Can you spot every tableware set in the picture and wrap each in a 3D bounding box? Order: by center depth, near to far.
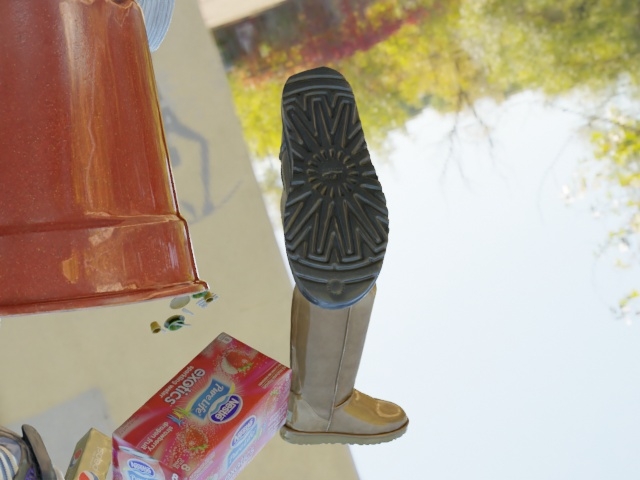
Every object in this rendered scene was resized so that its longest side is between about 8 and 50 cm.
[{"bbox_3d":[-0.287,0.150,2.242,0.154,0.024,0.104,-33,150,8],"label":"tableware set"}]

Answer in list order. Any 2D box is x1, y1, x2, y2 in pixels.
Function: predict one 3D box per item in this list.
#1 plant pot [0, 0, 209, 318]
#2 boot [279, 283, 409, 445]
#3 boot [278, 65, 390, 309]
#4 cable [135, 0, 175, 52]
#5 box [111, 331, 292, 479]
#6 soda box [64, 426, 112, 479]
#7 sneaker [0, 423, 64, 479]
[{"bbox_3d":[-0.246,-0.074,0.956,0.273,0.265,0.272,-5,-179,0],"label":"plant pot"},{"bbox_3d":[0.055,0.186,1.678,0.236,0.269,0.089,-1,-161,-28],"label":"boot"},{"bbox_3d":[0.000,-0.002,1.677,0.146,0.367,0.445,0,157,-6],"label":"boot"},{"bbox_3d":[-0.331,-0.445,1.848,0.089,0.257,0.257,-4,174,-37],"label":"cable"},{"bbox_3d":[-0.162,0.261,1.496,0.128,0.122,0.257,26,-140,21],"label":"box"},{"bbox_3d":[-0.436,0.439,1.995,0.058,0.061,0.181,-45,-160,30],"label":"soda box"},{"bbox_3d":[-0.431,0.369,1.486,0.130,0.236,0.323,-50,-159,2],"label":"sneaker"}]
